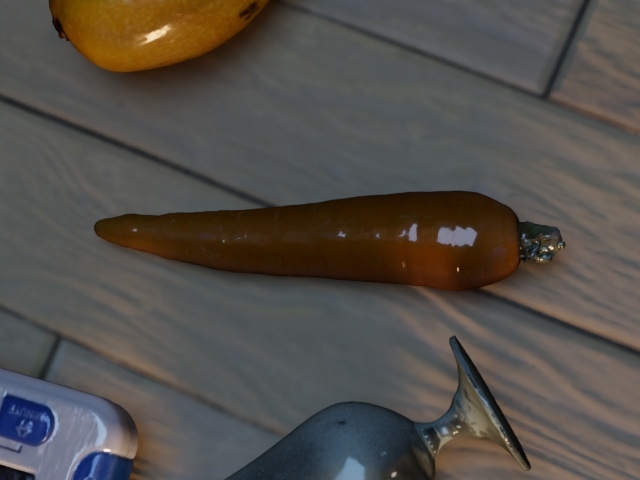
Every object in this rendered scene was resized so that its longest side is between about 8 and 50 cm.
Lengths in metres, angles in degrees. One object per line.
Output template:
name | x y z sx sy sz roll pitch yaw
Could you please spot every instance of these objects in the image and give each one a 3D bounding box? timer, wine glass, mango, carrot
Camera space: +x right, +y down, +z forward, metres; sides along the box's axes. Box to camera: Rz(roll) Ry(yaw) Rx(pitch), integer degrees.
timer | -0.260 0.168 1.174 0.253 0.078 0.178 15 82 15
wine glass | 0.013 0.161 1.113 0.231 0.103 0.103 -29 73 5
mango | -0.083 -0.225 1.224 0.262 0.109 0.157 -41 63 -6
carrot | 0.000 0.000 1.176 0.336 0.069 0.069 0 77 13
